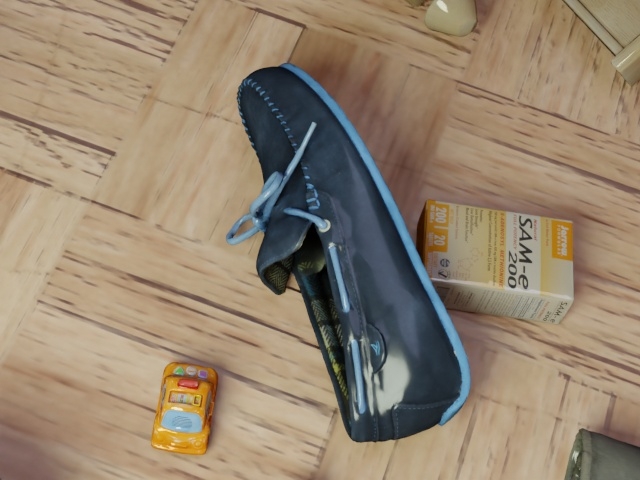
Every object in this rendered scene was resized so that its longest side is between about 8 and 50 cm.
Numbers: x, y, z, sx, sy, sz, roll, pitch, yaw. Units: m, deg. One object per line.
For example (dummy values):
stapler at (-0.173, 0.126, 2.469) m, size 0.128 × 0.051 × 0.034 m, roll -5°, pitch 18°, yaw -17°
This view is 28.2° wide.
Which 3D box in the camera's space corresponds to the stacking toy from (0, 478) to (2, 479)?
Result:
stacking toy at (-0.315, 0.161, 0.617) m, size 0.309 × 0.130 × 0.279 m, roll 34°, pitch 60°, yaw 12°

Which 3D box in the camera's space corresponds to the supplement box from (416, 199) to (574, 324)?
supplement box at (0.112, 0.014, 0.824) m, size 0.098 × 0.036 × 0.062 m, roll 8°, pitch 59°, yaw -4°

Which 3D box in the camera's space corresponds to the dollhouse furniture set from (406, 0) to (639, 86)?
dollhouse furniture set at (0.161, -0.249, 0.798) m, size 0.303 × 0.355 × 0.174 m, roll -43°, pitch 67°, yaw 13°

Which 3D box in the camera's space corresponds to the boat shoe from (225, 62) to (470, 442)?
boat shoe at (0.000, 0.000, 0.777) m, size 0.089 × 0.109 × 0.258 m, roll -21°, pitch 62°, yaw -16°

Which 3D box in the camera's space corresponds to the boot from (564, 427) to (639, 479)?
boot at (0.233, 0.206, 0.703) m, size 0.208 × 0.076 × 0.190 m, roll 17°, pitch 44°, yaw -6°

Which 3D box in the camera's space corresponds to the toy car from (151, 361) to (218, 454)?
toy car at (-0.044, 0.108, 0.741) m, size 0.122 × 0.040 × 0.060 m, roll 24°, pitch 59°, yaw 7°
